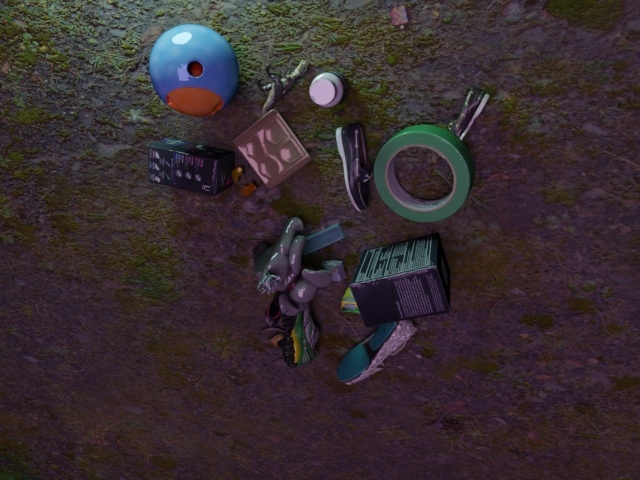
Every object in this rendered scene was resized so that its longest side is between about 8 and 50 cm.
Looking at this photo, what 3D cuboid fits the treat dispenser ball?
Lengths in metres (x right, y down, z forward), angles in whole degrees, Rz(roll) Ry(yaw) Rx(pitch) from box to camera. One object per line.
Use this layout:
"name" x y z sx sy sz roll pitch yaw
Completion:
"treat dispenser ball" -0.413 -0.556 1.588 0.288 0.288 0.288 5 112 13

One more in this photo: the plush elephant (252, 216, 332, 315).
"plush elephant" -0.100 0.124 1.791 0.255 0.330 0.272 37 121 -24

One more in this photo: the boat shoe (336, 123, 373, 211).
"boat shoe" 0.133 -0.249 1.663 0.091 0.114 0.302 -9 109 24

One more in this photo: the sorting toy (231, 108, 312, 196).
"sorting toy" -0.210 -0.306 1.777 0.307 0.041 0.229 -32 105 24

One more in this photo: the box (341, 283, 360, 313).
"box" 0.140 0.221 1.813 0.105 0.179 0.043 5 113 12

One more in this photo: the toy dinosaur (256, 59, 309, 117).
"toy dinosaur" -0.158 -0.531 1.659 0.118 0.064 0.268 41 119 -11

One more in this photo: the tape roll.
"tape roll" 0.338 -0.217 1.594 0.321 0.077 0.321 16 127 22

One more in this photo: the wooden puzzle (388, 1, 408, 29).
"wooden puzzle" 0.245 -0.703 1.510 0.049 0.006 0.083 -8 109 18

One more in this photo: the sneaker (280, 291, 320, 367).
"sneaker" -0.077 0.337 1.963 0.134 0.146 0.343 18 110 54

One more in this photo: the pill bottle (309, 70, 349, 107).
"pill bottle" 0.027 -0.487 1.558 0.108 0.180 0.107 5 113 13

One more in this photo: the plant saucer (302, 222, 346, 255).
"plant saucer" 0.000 0.000 1.852 0.192 0.018 0.067 -24 104 21

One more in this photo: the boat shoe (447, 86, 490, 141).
"boat shoe" 0.452 -0.376 1.549 0.069 0.081 0.227 32 112 8

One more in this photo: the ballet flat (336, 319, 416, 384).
"ballet flat" 0.230 0.447 1.913 0.147 0.147 0.409 38 116 -2

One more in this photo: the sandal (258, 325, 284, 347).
"sandal" -0.159 0.428 2.041 0.219 0.060 0.089 19 115 7

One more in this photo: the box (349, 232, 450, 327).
"box" 0.287 0.134 1.676 0.294 0.296 0.182 -14 108 20

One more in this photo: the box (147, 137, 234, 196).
"box" -0.477 -0.274 1.786 0.271 0.165 0.143 14 114 10

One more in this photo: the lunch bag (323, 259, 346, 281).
"lunch bag" 0.051 0.115 1.864 0.083 0.053 0.071 1 114 42

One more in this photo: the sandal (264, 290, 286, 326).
"sandal" -0.191 0.286 2.002 0.067 0.040 0.179 25 115 6
